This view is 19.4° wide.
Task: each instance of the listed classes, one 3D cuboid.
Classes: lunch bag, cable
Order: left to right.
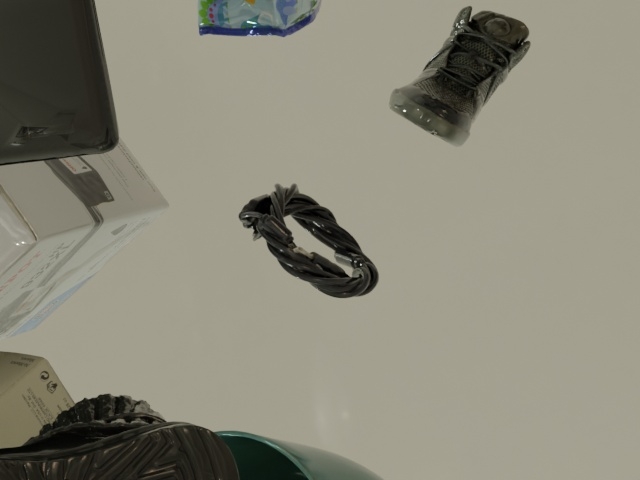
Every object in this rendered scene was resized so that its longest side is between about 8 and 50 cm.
[{"bbox_3d":[-0.040,-0.237,1.478,0.151,0.096,0.129,-39,-50,-58],"label":"lunch bag"},{"bbox_3d":[0.000,0.000,1.900,0.150,0.047,0.184,36,-165,11],"label":"cable"}]

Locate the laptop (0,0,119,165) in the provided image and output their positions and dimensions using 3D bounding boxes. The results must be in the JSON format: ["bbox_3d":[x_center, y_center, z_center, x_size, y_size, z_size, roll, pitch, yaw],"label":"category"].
[{"bbox_3d":[-0.343,-0.264,1.269,0.236,0.382,0.408,-85,-13,-68],"label":"laptop"}]

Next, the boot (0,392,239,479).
[{"bbox_3d":[-0.256,0.221,1.575,0.260,0.348,0.131,-175,79,-68],"label":"boot"}]

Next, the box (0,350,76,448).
[{"bbox_3d":[-0.366,0.226,1.810,0.113,0.275,0.094,1,126,49],"label":"box"}]

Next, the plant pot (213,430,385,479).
[{"bbox_3d":[-0.022,0.340,1.879,0.235,0.293,0.293,9,-128,-52],"label":"plant pot"}]

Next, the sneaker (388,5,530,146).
[{"bbox_3d":[0.137,-0.165,1.829,0.087,0.130,0.227,32,-163,7],"label":"sneaker"}]

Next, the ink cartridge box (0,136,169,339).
[{"bbox_3d":[-0.317,0.001,1.847,0.129,0.223,0.307,52,-161,6],"label":"ink cartridge box"}]
